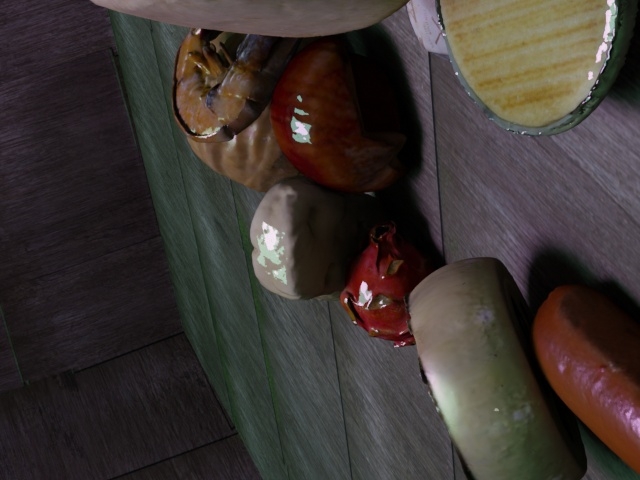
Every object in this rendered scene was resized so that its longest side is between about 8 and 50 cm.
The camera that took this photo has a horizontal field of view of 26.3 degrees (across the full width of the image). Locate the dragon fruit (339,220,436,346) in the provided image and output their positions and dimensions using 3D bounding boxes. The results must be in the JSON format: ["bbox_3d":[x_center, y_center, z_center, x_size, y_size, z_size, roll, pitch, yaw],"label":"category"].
[{"bbox_3d":[0.087,0.059,1.742,0.136,0.133,0.166,-124,18,-66],"label":"dragon fruit"}]

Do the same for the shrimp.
[{"bbox_3d":[-0.093,-0.256,1.716,0.178,0.289,0.075,33,-172,37],"label":"shrimp"}]

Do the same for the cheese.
[{"bbox_3d":[0.002,0.000,1.780,0.263,0.093,0.159,5,-87,-61],"label":"cheese"}]

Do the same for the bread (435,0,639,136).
[{"bbox_3d":[0.175,-0.218,1.130,0.267,0.040,0.267,34,129,56],"label":"bread"}]

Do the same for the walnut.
[{"bbox_3d":[-0.074,-0.196,1.852,0.225,0.225,0.261,-127,39,-50],"label":"walnut"}]

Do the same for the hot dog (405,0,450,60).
[{"bbox_3d":[0.144,-0.216,1.311,0.191,0.059,0.108,27,144,62],"label":"hot dog"}]

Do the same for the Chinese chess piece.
[{"bbox_3d":[0.178,0.143,1.380,0.257,0.104,0.257,60,-167,-24],"label":"Chinese chess piece"}]

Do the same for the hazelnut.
[{"bbox_3d":[0.030,-0.148,1.687,0.201,0.160,0.170,33,-148,-44],"label":"hazelnut"}]

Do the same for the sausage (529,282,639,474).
[{"bbox_3d":[0.286,0.148,1.181,0.348,0.094,0.097,50,162,54],"label":"sausage"}]

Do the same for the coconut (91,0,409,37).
[{"bbox_3d":[-0.056,-0.347,1.149,0.415,0.415,0.345,-177,83,-75],"label":"coconut"}]
